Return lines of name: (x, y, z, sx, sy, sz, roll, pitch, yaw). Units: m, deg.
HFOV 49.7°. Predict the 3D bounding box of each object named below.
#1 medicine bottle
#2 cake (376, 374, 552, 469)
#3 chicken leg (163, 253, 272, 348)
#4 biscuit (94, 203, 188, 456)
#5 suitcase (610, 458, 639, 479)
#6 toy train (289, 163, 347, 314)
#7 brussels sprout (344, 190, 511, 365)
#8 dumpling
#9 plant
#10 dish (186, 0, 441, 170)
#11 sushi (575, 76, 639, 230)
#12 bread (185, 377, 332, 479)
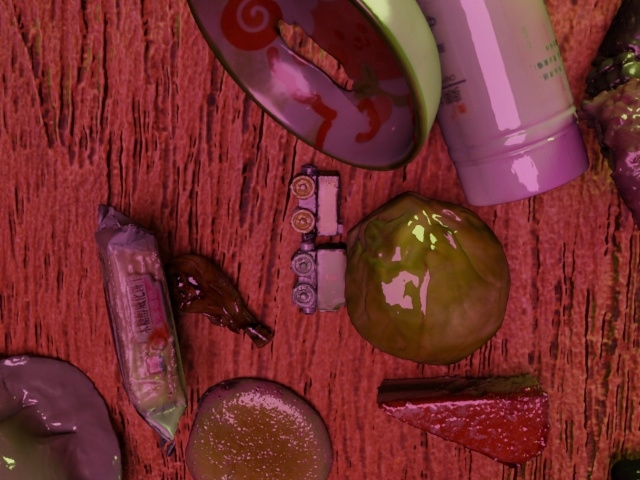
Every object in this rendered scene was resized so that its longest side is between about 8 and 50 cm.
medicine bottle: (0.198, -0.181, 0.787, 0.152, 0.152, 0.254, -18, 101, 11)
cake: (0.192, 0.246, 0.932, 0.220, 0.086, 0.117, -7, 101, 8)
chicken leg: (-0.144, 0.092, 0.951, 0.178, 0.070, 0.093, 39, 81, -16)
biscuit: (-0.235, 0.108, 0.911, 0.079, 0.186, 0.309, -10, 102, -20)
suitcase: (0.517, 0.417, 0.925, 0.206, 0.066, 0.286, -13, 103, 11)
toy train: (0.000, 0.000, 0.910, 0.081, 0.060, 0.202, 0, 104, 0)
brussels sprout: (0.131, 0.051, 0.851, 0.223, 0.161, 0.223, 1, 110, 2)
dumpling: (-0.466, 0.317, 0.990, 0.320, 0.270, 0.211, 34, 131, -27)
plant: (0.362, -0.211, 0.795, 0.092, 0.094, 0.143, 17, 95, -12)
dish: (0.011, -0.231, 0.753, 0.324, 0.324, 0.124, 41, 73, -4)
sushi: (0.370, -0.069, 0.741, 0.107, 0.161, 0.241, -25, 143, 26)
bread: (-0.095, 0.311, 1.014, 0.228, 0.033, 0.229, 2, 106, 7)
